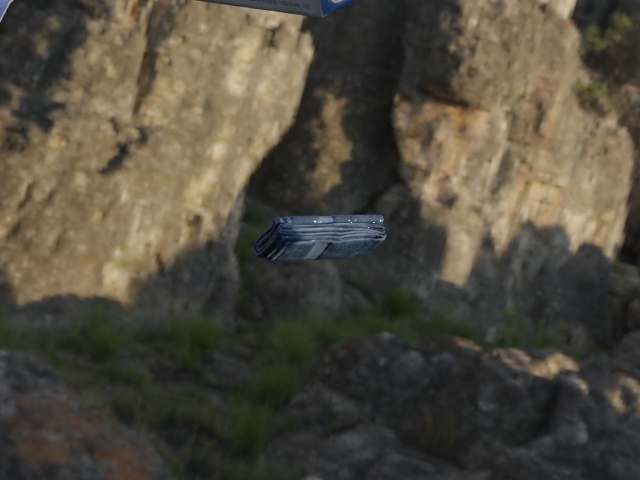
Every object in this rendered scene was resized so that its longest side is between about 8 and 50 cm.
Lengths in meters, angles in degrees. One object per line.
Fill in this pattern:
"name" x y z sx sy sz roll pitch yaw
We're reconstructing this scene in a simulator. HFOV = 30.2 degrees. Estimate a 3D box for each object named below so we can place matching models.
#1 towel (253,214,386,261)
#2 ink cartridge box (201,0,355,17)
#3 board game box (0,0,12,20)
"towel" 0.000 0.000 1.140 0.120 0.029 0.067 -3 -23 -27
"ink cartridge box" -0.075 -0.406 0.995 0.151 0.395 0.270 -35 35 -32
"board game box" -0.134 -0.080 0.338 0.090 0.090 0.020 37 25 4
